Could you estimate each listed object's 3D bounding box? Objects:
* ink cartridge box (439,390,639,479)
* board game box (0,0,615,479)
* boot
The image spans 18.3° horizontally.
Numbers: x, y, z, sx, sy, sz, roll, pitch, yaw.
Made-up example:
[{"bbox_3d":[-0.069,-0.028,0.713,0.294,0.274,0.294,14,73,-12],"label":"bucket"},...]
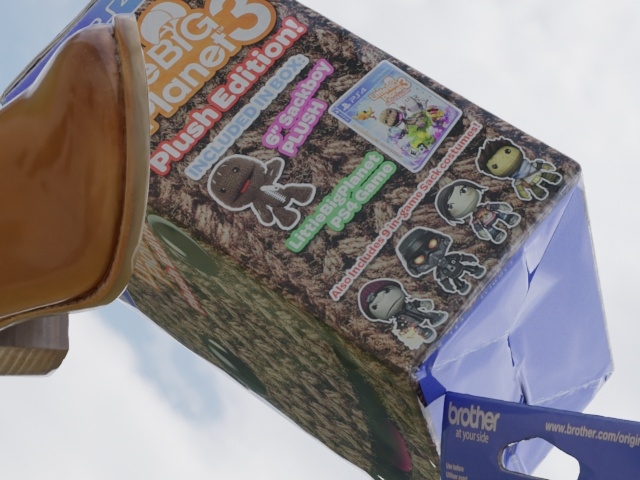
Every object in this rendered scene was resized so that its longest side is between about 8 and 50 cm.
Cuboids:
[{"bbox_3d":[0.115,0.229,0.899,0.186,0.065,0.311,1,-90,64],"label":"ink cartridge box"},{"bbox_3d":[0.000,0.000,1.104,0.291,0.141,0.232,33,-18,28],"label":"board game box"},{"bbox_3d":[-0.143,-0.010,0.652,0.197,0.152,0.073,122,-32,-48],"label":"boot"}]
